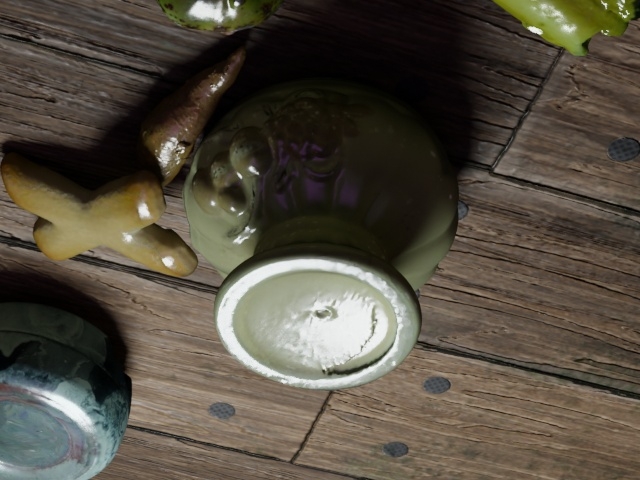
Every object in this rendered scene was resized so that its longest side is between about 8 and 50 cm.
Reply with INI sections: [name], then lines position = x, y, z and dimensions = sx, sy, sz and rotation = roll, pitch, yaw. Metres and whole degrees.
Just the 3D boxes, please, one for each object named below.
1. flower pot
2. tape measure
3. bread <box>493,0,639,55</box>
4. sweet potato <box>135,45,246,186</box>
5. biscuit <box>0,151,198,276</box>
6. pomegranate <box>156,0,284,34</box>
[flower pot]
position = 0.000, 0.000, 1.571
dimensions = 0.308, 0.244, 0.307
rotation = 0, 135, 0
[tape measure]
position = -0.375, 0.195, 1.861
dimensions = 0.275, 0.147, 0.256
rotation = -11, 133, 19
[bread]
position = 0.156, -0.351, 1.221
dimensions = 0.377, 0.208, 0.251
rotation = 31, 136, -26
[sweet potato]
position = -0.149, -0.130, 1.568
dimensions = 0.068, 0.068, 0.226
rotation = 23, 129, -20
[biscuit]
position = -0.251, -0.025, 1.654
dimensions = 0.208, 0.047, 0.164
rotation = 7, 138, 26
[pomegranate]
position = -0.094, -0.244, 1.404
dimensions = 0.138, 0.125, 0.163
rotation = -10, 137, -5
